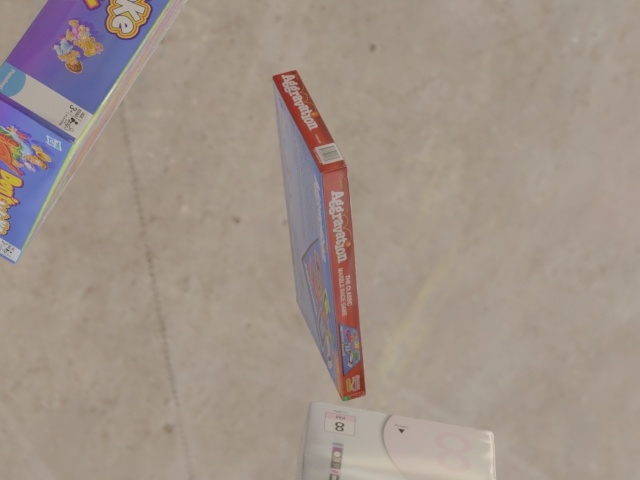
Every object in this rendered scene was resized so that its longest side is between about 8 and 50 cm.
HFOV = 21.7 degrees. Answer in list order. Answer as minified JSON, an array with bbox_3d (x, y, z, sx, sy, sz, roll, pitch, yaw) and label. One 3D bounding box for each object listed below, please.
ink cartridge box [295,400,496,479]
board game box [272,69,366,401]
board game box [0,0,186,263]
[{"bbox_3d":[0.070,0.254,1.572,0.189,0.232,0.066,10,119,-3],"label":"ink cartridge box"},{"bbox_3d":[0.000,0.000,1.511,0.027,0.145,0.281,-14,134,-10],"label":"board game box"},{"bbox_3d":[-0.178,-0.174,1.382,0.347,0.078,0.233,-62,-173,-30],"label":"board game box"}]
